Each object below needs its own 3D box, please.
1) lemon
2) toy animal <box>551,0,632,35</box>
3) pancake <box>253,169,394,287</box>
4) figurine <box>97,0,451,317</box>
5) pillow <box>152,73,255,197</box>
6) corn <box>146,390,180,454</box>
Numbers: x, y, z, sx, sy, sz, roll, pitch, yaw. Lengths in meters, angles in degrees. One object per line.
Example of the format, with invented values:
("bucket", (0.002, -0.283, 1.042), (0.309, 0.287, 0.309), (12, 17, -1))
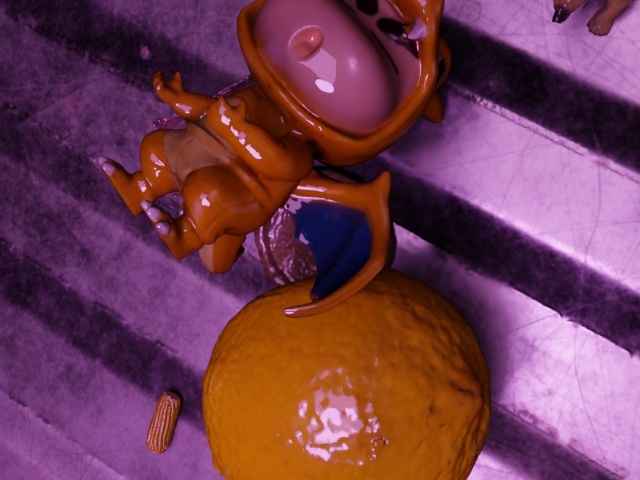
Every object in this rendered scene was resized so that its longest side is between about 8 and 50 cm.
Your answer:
("lemon", (0.030, 0.182, 1.011), (0.336, 0.336, 0.336), (1, 94, 20))
("toy animal", (0.354, -0.311, 0.971), (0.218, 0.101, 0.103), (-25, 86, 20))
("pancake", (0.001, 0.000, 1.162), (0.199, 0.021, 0.199), (2, 95, 21))
("figurine", (-0.041, -0.129, 0.986), (0.387, 0.401, 0.268), (-40, 112, -9))
("pillow", (-0.139, -0.145, 1.194), (0.185, 0.043, 0.118), (-21, 87, 12))
("corn", (-0.226, 0.261, 1.253), (0.037, 0.037, 0.092), (23, 102, 17))
